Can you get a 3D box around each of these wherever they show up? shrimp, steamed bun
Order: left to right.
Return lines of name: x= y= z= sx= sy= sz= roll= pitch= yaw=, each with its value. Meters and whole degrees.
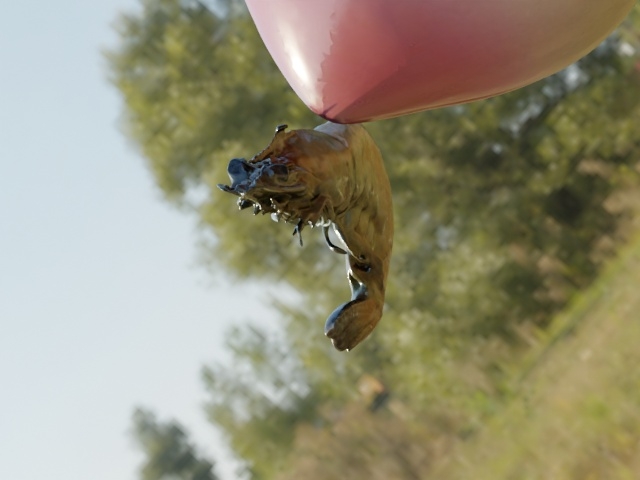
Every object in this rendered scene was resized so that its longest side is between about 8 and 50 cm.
shrimp: x=0.000 y=0.000 z=1.216 sx=0.058 sy=0.169 sz=0.296 roll=-8 pitch=3 yaw=21
steamed bun: x=0.067 y=-0.201 z=1.104 sx=0.309 sy=0.309 sz=0.309 roll=-49 pitch=-4 yaw=-5
